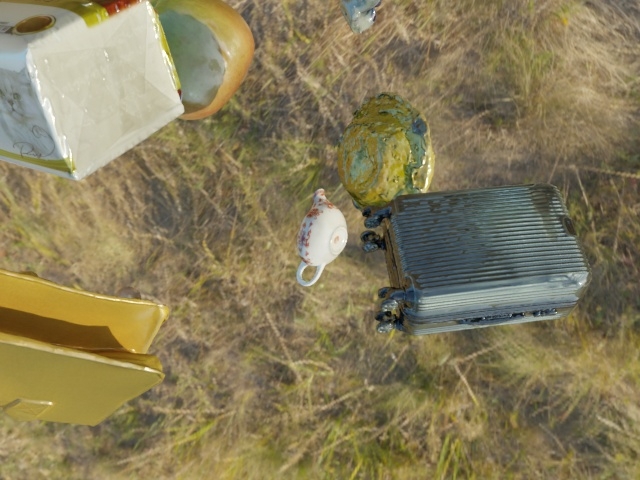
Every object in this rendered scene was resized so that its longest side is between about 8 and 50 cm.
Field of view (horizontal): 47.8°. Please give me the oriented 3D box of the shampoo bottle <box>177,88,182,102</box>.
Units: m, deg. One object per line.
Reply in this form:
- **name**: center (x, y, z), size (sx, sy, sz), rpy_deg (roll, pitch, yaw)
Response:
- **shampoo bottle**: center (-0.343, -0.263, 1.212), size (0.220, 0.051, 0.108), rpy_deg (12, 97, -27)

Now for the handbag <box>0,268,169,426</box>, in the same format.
- **handbag**: center (-0.415, 0.126, 0.885), size (0.400, 0.133, 0.283), rpy_deg (18, 138, -33)

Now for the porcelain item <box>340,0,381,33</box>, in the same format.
- **porcelain item**: center (0.038, -0.182, 0.446), size (0.075, 0.136, 0.021), rpy_deg (-29, 73, 5)

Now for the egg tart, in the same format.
- **egg tart**: center (0.120, -0.174, 1.558), size (0.294, 0.116, 0.295), rpy_deg (5, 96, 51)

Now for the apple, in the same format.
- **apple**: center (-0.359, -0.496, 1.898), size (0.305, 0.339, 0.338), rpy_deg (31, 124, -31)

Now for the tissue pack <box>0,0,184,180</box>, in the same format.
- **tissue pack**: center (-0.188, -0.113, 0.487), size (0.148, 0.106, 0.099), rpy_deg (14, 132, 31)

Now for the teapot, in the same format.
- **teapot**: center (0.000, 0.000, 1.830), size (0.116, 0.159, 0.246), rpy_deg (23, 89, 20)

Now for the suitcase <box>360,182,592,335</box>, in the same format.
- **suitcase**: center (0.225, 0.026, 1.067), size (0.312, 0.202, 0.128), rpy_deg (-5, 146, -4)
